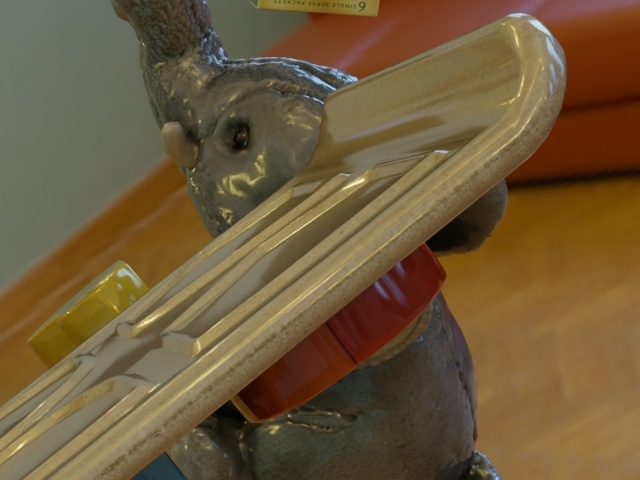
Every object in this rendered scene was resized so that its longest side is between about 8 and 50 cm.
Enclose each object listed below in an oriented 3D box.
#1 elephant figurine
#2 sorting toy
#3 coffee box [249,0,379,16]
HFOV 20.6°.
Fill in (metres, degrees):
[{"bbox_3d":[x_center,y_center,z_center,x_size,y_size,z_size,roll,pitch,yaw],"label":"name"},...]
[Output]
[{"bbox_3d":[0.000,0.000,0.762,0.186,0.239,0.169,-2,34,-19],"label":"elephant figurine"},{"bbox_3d":[-0.054,0.040,0.513,0.229,0.041,0.307,-43,8,-10],"label":"sorting toy"},{"bbox_3d":[0.006,-0.282,1.472,0.113,0.184,0.040,3,21,-19],"label":"coffee box"}]
